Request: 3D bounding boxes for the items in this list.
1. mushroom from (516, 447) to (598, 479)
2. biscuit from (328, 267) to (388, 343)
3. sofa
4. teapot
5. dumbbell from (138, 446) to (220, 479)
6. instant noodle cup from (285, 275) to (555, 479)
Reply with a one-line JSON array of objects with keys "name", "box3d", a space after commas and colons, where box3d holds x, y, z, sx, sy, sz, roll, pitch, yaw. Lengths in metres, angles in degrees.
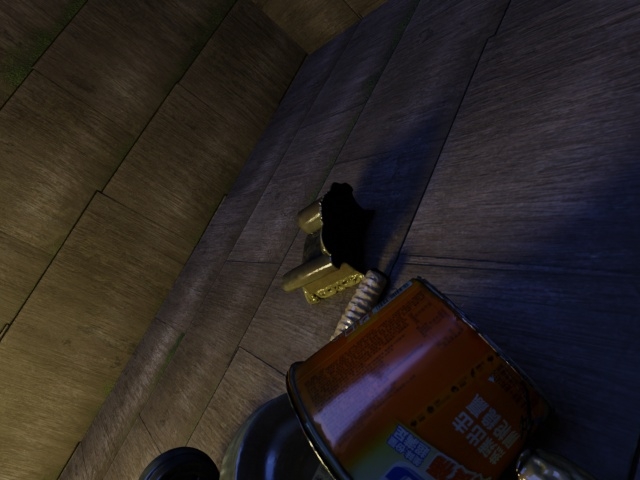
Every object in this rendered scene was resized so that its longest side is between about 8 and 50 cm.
[{"name": "mushroom", "box3d": [0.194, 0.347, 0.395, 0.267, 0.189, 0.164, -45, 47, -9]}, {"name": "biscuit", "box3d": [0.077, 0.157, 0.916, 0.061, 0.055, 0.219, 16, 73, 50]}, {"name": "sofa", "box3d": [0.000, 0.000, 1.074, 0.200, 0.182, 0.258, -30, 36, 40]}, {"name": "teapot", "box3d": [-0.031, 0.415, 0.695, 0.240, 0.321, 0.239, -24, -15, -38]}, {"name": "dumbbell", "box3d": [-0.241, 0.538, 0.857, 0.388, 0.185, 0.185, -5, 55, 57]}, {"name": "instant noodle cup", "box3d": [0.130, 0.196, 0.566, 0.214, 0.296, 0.296, -44, 28, 3]}]
